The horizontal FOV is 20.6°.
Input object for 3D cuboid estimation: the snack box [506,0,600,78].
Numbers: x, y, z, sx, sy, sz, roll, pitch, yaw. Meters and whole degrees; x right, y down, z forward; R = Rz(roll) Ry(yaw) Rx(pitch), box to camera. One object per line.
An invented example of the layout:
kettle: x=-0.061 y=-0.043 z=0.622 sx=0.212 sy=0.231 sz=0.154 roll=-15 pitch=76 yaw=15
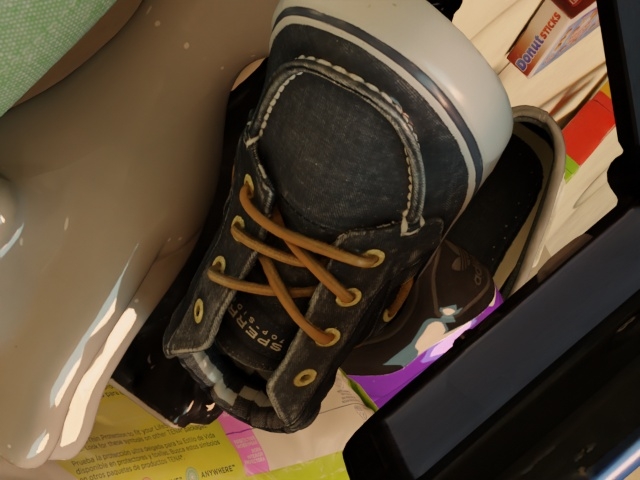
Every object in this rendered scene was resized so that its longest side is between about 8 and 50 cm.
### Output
snack box: x=0.186 y=-0.162 z=1.070 sx=0.178 sy=0.022 sz=0.064 roll=-37 pitch=169 yaw=-32

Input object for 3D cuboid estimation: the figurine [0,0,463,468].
figurine: x=-0.036 y=-0.041 z=0.565 sx=0.209 sy=0.092 sz=0.215 roll=-53 pitch=168 yaw=9

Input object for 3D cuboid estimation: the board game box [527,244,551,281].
board game box: x=0.036 y=0.119 z=1.253 sx=0.224 sy=0.097 sz=0.303 roll=-20 pitch=161 yaw=-18

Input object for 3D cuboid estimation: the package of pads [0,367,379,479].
package of pads: x=-0.118 y=0.140 z=0.769 sx=0.229 sy=0.101 sz=0.296 roll=-49 pitch=157 yaw=26

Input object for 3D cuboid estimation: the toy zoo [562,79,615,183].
toy zoo: x=0.174 y=-0.047 z=1.394 sx=0.293 sy=0.030 sz=0.192 roll=-44 pitch=175 yaw=-45

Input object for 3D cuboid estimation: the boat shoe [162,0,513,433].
boat shoe: x=0.000 y=0.000 z=0.468 sx=0.083 sy=0.065 sz=0.183 roll=-55 pitch=169 yaw=-16

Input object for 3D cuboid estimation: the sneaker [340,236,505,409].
sneaker: x=-0.043 y=0.067 z=0.935 sx=0.293 sy=0.102 sz=0.146 roll=-25 pitch=132 yaw=9

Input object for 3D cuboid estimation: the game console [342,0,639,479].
game console: x=0.066 y=-0.044 z=0.570 sx=0.250 sy=0.173 sz=0.293 roll=-40 pitch=180 yaw=-1

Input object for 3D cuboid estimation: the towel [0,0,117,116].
towel: x=-0.092 y=-0.074 z=0.304 sx=0.248 sy=0.038 sz=0.325 roll=-45 pitch=170 yaw=7

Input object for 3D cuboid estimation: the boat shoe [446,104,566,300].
boat shoe: x=0.048 y=0.047 z=1.051 sx=0.319 sy=0.116 sz=0.099 roll=-55 pitch=-179 yaw=-16
